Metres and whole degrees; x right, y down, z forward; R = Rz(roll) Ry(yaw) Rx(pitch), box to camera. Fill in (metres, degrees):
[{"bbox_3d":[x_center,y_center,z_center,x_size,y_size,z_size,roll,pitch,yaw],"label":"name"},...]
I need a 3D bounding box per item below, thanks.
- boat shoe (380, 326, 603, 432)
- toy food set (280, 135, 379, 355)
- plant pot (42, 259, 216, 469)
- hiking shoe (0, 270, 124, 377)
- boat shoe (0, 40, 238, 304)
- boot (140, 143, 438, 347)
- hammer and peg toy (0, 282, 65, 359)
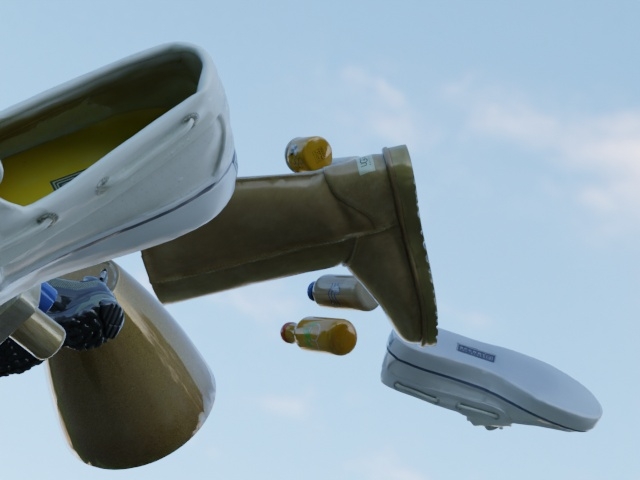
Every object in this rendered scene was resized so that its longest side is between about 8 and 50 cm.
[{"bbox_3d":[0.194,0.174,1.714,0.258,0.095,0.084,22,-63,10],"label":"boat shoe"},{"bbox_3d":[0.000,0.000,1.588,0.111,0.232,0.104,-18,11,-36],"label":"toy food set"},{"bbox_3d":[-0.293,0.151,2.076,0.237,0.237,0.254,-3,-47,16],"label":"plant pot"},{"bbox_3d":[-0.366,0.099,1.859,0.227,0.114,0.086,-11,-55,-15],"label":"hiking shoe"},{"bbox_3d":[-0.216,-0.031,0.884,0.367,0.136,0.156,-22,-37,-18],"label":"boat shoe"},{"bbox_3d":[-0.030,0.024,1.462,0.270,0.089,0.236,-12,-63,2],"label":"boot"},{"bbox_3d":[-0.363,0.038,1.468,0.266,0.361,0.127,-40,-63,15],"label":"hammer and peg toy"}]
